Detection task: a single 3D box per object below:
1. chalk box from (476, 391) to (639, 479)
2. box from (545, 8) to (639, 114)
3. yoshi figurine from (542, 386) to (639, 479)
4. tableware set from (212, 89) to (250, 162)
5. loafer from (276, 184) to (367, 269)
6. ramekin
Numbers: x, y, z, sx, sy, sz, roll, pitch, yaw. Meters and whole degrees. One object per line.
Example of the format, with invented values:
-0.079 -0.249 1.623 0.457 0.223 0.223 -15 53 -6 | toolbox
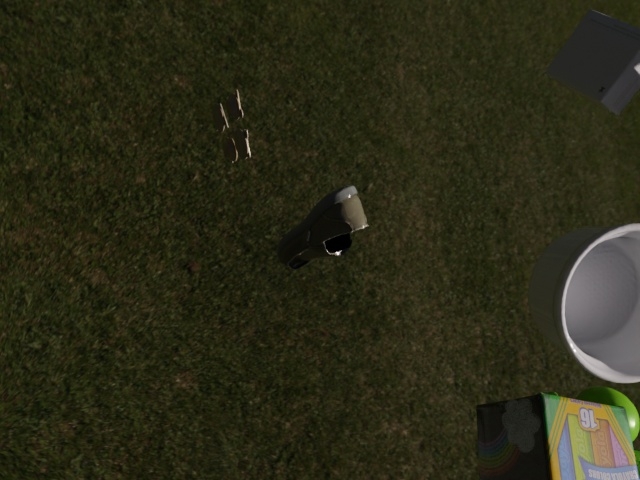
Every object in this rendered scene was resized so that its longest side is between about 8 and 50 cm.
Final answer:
0.279 0.304 0.589 0.132 0.132 0.213 13 62 -15 | chalk box
0.408 -0.255 0.720 0.087 0.102 0.101 3 36 -44 | box
0.491 0.371 0.828 0.203 0.203 0.362 3 25 -3 | yoshi figurine
-0.194 -0.241 1.090 0.020 0.169 0.141 -18 99 -28 | tableware set
0.000 0.000 0.902 0.094 0.251 0.087 -25 77 -36 | loafer
0.523 0.102 0.910 0.277 0.135 0.277 -1 95 -8 | ramekin
